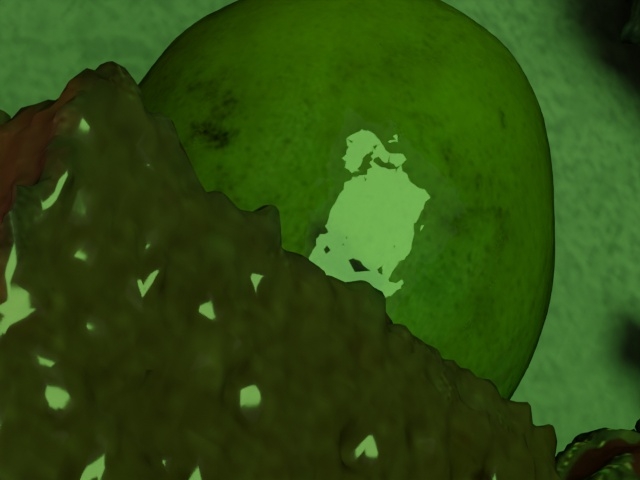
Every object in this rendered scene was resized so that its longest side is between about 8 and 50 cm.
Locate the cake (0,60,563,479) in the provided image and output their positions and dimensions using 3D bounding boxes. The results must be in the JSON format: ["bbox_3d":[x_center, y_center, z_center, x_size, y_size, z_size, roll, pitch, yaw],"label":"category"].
[{"bbox_3d":[-0.110,0.132,0.535,0.256,0.290,0.282,44,49,-36],"label":"cake"}]

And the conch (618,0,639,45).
[{"bbox_3d":[0.284,-0.195,1.090,0.240,0.186,0.313,63,31,-21],"label":"conch"}]

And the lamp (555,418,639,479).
[{"bbox_3d":[0.130,0.203,0.770,0.177,0.177,0.274,45,49,-6],"label":"lamp"}]

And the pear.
[{"bbox_3d":[0.000,0.000,0.763,0.212,0.212,0.269,28,37,-19],"label":"pear"}]
